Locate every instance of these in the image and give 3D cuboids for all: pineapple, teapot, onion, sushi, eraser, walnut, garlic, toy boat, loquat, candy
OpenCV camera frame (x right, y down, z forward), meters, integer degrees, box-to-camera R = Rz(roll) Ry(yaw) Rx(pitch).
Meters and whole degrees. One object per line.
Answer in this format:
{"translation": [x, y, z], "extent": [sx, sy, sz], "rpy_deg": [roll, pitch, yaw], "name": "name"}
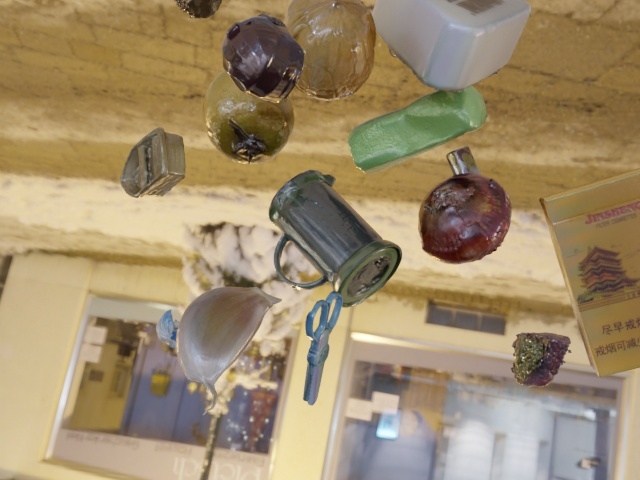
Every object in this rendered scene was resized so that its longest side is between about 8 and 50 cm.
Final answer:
{"translation": [-0.222, -0.410, 1.106], "extent": [0.159, 0.074, 0.074], "rpy_deg": [43, -170, 37], "name": "pineapple"}
{"translation": [0.000, 0.000, 1.708], "extent": [0.337, 0.270, 0.200], "rpy_deg": [48, -179, 28], "name": "teapot"}
{"translation": [0.310, -0.066, 1.544], "extent": [0.230, 0.229, 0.163], "rpy_deg": [1, 142, 39], "name": "onion"}
{"translation": [0.633, 0.347, 1.993], "extent": [0.108, 0.161, 0.241], "rpy_deg": [3, 174, -13], "name": "sushi"}
{"translation": [0.275, -0.438, 1.443], "extent": [0.332, 0.331, 0.149], "rpy_deg": [12, 131, -7], "name": "eraser"}
{"translation": [0.015, -0.370, 1.290], "extent": [0.196, 0.195, 0.221], "rpy_deg": [10, 154, 1], "name": "walnut"}
{"translation": [-0.204, 0.192, 1.271], "extent": [0.129, 0.266, 0.148], "rpy_deg": [37, 148, -24], "name": "garlic"}
{"translation": [-0.351, -0.150, 1.437], "extent": [0.061, 0.116, 0.188], "rpy_deg": [4, 161, -41], "name": "toy boat"}
{"translation": [-0.176, -0.299, 1.674], "extent": [0.244, 0.243, 0.244], "rpy_deg": [10, 168, 2], "name": "loquat"}
{"translation": [0.224, -0.264, 1.639], "extent": [0.344, 0.131, 0.142], "rpy_deg": [-18, 168, 39], "name": "candy"}

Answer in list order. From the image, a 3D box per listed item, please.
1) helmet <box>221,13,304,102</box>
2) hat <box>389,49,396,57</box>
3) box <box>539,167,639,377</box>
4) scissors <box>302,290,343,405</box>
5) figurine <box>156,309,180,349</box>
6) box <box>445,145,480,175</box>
{"translation": [-0.082, -0.228, 0.848], "extent": [0.123, 0.098, 0.070], "rpy_deg": [49, -152, 21], "name": "helmet"}
{"translation": [0.224, -0.602, 1.879], "extent": [0.082, 0.192, 0.193], "rpy_deg": [25, 163, -28], "name": "hat"}
{"translation": [0.447, 0.042, 1.002], "extent": [0.174, 0.273, 0.076], "rpy_deg": [-17, 180, 11], "name": "box"}
{"translation": [-0.005, 0.233, 1.440], "extent": [0.030, 0.255, 0.125], "rpy_deg": [18, -159, 25], "name": "scissors"}
{"translation": [-0.411, 0.241, 1.892], "extent": [0.079, 0.114, 0.114], "rpy_deg": [-21, 170, -8], "name": "figurine"}
{"translation": [0.374, -0.129, 1.691], "extent": [0.050, 0.207, 0.041], "rpy_deg": [-24, -177, -21], "name": "box"}
